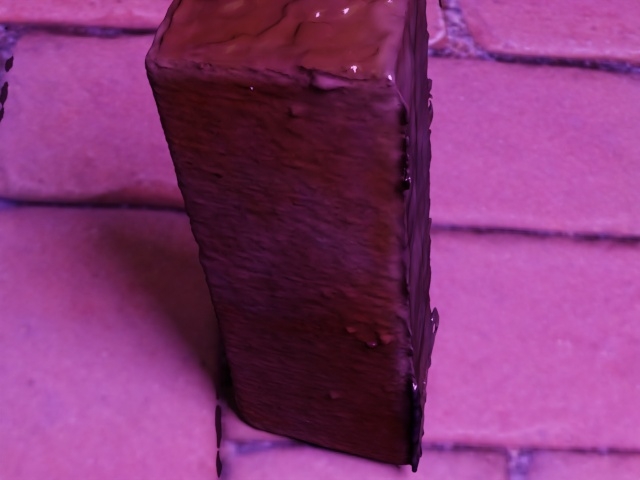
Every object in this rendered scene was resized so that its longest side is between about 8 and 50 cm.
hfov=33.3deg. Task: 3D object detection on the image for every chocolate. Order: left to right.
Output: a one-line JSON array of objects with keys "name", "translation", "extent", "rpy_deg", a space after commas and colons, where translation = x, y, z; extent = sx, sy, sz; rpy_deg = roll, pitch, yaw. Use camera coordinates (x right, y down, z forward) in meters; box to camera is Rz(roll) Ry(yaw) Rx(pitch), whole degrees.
[{"name": "chocolate", "translation": [0.000, 0.000, 0.539], "extent": [0.112, 0.321, 0.112], "rpy_deg": [5, 53, 11]}]
